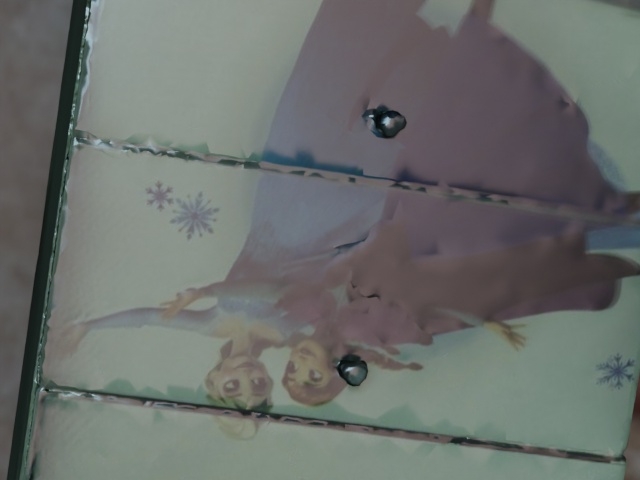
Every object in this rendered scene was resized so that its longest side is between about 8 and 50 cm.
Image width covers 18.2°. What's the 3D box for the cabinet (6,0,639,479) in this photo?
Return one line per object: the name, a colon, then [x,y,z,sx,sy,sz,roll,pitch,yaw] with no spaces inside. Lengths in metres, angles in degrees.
cabinet: [0.000,0.000,0.528,0.145,0.150,0.206,8,96,-9]
